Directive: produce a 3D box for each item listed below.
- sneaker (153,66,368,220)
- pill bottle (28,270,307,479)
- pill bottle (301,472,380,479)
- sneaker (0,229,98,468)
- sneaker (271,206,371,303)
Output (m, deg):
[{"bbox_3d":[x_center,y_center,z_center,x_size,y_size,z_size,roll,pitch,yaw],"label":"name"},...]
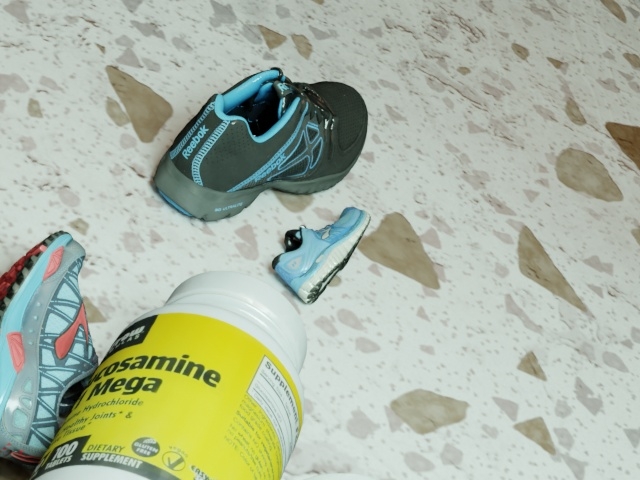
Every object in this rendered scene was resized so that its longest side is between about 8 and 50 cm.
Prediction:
[{"bbox_3d":[-0.036,-0.126,1.845,0.125,0.139,0.341,41,36,14],"label":"sneaker"},{"bbox_3d":[-0.123,0.175,1.406,0.188,0.188,0.334,30,36,-4],"label":"pill bottle"},{"bbox_3d":[0.019,0.350,1.321,0.176,0.176,0.318,19,39,-18],"label":"pill bottle"},{"bbox_3d":[-0.256,0.104,1.487,0.125,0.104,0.262,40,38,-20],"label":"sneaker"},{"bbox_3d":[0.000,0.000,1.794,0.073,0.063,0.162,34,37,7],"label":"sneaker"}]
